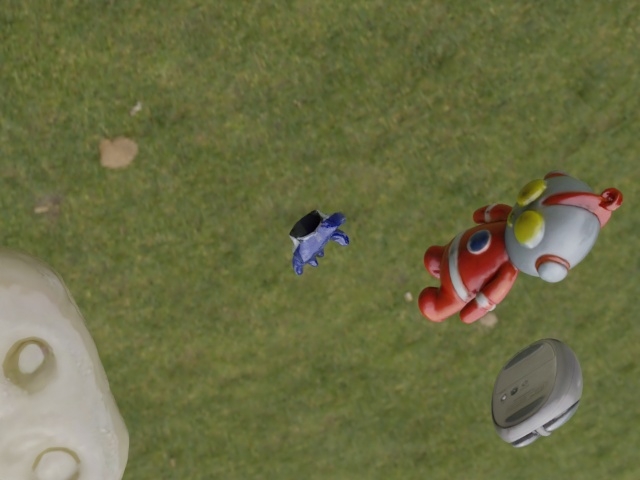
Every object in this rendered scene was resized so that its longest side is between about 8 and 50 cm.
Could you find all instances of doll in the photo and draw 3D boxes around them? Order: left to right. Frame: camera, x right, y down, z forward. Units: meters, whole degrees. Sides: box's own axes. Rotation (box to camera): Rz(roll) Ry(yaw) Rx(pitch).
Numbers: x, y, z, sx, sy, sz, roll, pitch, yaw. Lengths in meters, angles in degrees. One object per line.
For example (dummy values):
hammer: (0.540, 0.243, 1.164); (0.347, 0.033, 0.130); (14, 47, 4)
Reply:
doll: (0.190, 0.004, 1.092); (0.076, 0.142, 0.245); (29, 142, -25)

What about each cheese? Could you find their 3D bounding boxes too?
cheese: (-0.240, 0.114, 0.743); (0.217, 0.117, 0.235); (0, 104, -25)

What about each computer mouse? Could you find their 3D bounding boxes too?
computer mouse: (0.150, 0.107, 0.767); (0.066, 0.096, 0.039); (-38, 106, 26)

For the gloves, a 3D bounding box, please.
gloves: (0.000, 0.000, 0.998); (0.064, 0.026, 0.086); (-38, 159, -13)
